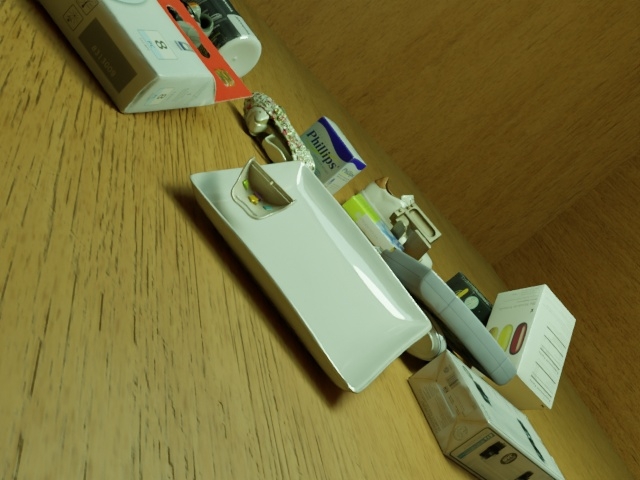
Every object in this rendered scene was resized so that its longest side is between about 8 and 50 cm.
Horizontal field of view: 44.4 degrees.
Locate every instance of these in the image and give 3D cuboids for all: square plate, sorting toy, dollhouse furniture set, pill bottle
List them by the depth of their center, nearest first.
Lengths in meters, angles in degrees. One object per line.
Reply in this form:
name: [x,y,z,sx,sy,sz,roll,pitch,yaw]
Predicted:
sorting toy: [-0.085,-0.057,1.024,0.083,0.045,0.075,45,32,-2]
square plate: [-0.006,0.037,1.120,0.347,0.049,0.344,52,24,9]
pill bottle: [-0.241,-0.472,1.700,0.246,0.130,0.130,55,14,22]
dollhouse furniture set: [0.252,-0.035,1.997,0.151,0.123,0.144,-30,75,-34]

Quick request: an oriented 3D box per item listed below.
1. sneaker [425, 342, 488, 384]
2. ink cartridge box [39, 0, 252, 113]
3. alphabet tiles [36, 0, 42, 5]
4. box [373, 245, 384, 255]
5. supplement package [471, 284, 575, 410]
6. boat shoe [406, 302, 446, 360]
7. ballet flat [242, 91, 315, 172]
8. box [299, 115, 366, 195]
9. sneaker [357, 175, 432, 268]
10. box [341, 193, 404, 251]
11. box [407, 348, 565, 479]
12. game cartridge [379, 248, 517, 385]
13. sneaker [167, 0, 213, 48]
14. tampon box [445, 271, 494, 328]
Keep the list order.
sneaker: [0.244,0.248,1.458,0.188,0.067,0.078,49,13,24]
ink cartridge box: [-0.256,-0.350,1.202,0.308,0.091,0.385,53,26,4]
alphabet tiles: [-0.420,-0.393,1.135,0.237,0.009,0.198,35,19,-47]
box: [0.165,0.102,1.657,0.207,0.036,0.114,53,13,11]
supplement package: [0.450,0.241,1.742,0.134,0.139,0.244,45,53,-23]
boat shoe: [0.120,0.128,1.373,0.226,0.083,0.075,43,20,23]
ballet flat: [-0.097,-0.214,1.579,0.077,0.091,0.241,-10,55,-50]
box: [0.001,-0.164,1.628,0.126,0.137,0.072,56,15,24]
sneaker: [0.229,-0.049,2.124,0.290,0.123,0.106,53,11,6]
box: [0.130,-0.033,1.911,0.178,0.042,0.109,51,13,2]
box: [0.283,0.323,1.313,0.290,0.087,0.169,39,16,-38]
game cartridge: [0.237,0.144,1.441,0.294,0.060,0.196,47,-9,-25]
sneaker: [-0.284,-0.408,1.426,0.100,0.108,0.271,54,14,8]
tampon box: [0.346,0.180,1.862,0.161,0.120,0.101,43,13,-27]
